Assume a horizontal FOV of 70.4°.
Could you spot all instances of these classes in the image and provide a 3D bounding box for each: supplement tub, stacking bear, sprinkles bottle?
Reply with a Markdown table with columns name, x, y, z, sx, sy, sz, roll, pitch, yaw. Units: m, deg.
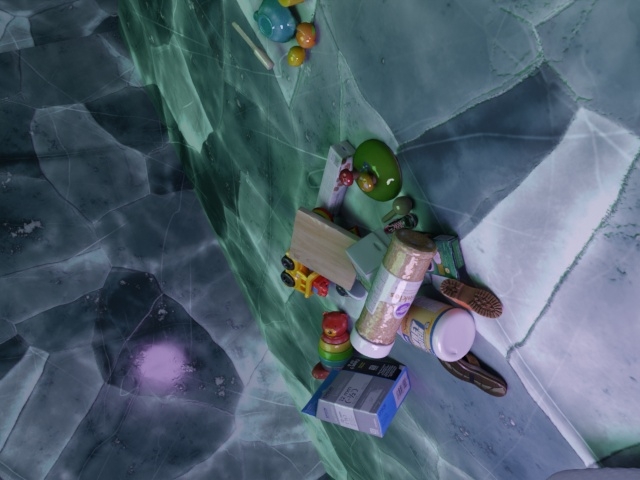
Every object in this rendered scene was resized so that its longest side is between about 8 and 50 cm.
| name | x | y | z | sx | sy | sz | roll | pitch | yaw |
| --- | --- | --- | --- | --- | --- | --- | --- | --- | --- |
| supplement tub | 0.308 | 0.236 | 1.262 | 0.200 | 0.145 | 0.144 | 15 | 127 | 58 |
| stacking bear | 0.062 | 0.434 | 1.918 | 0.176 | 0.164 | 0.288 | 8 | 114 | 24 |
| sprinkles bottle | 0.187 | 0.146 | 1.206 | 0.121 | 0.121 | 0.355 | 42 | 126 | 39 |

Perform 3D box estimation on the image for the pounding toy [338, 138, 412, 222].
| name | x | y | z | sx | sy | sz | roll | pitch | yaw |
| --- | --- | --- | --- | --- | --- | --- | --- | --- | --- |
| pounding toy | 0.136 | -0.155 | 1.267 | 0.236 | 0.110 | 0.183 | 64 | 155 | 1 |

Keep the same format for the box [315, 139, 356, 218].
| name | x | y | z | sx | sy | sz | roll | pitch | yaw |
| --- | --- | --- | --- | --- | --- | --- | --- | --- | --- |
| box | 0.045 | -0.183 | 1.470 | 0.067 | 0.063 | 0.323 | 53 | 153 | 24 |

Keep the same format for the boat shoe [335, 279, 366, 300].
| name | x | y | z | sx | sy | sz | roll | pitch | yaw |
| --- | --- | --- | --- | --- | --- | --- | --- | --- | --- |
| boat shoe | 0.113 | 0.186 | 1.696 | 0.183 | 0.065 | 0.083 | 44 | 150 | 49 |

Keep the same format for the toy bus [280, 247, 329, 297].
| name | x | y | z | sx | sy | sz | roll | pitch | yaw |
| --- | --- | --- | --- | --- | --- | --- | --- | --- | --- |
| toy bus | -0.044 | 0.130 | 1.864 | 0.212 | 0.150 | 0.220 | 34 | 141 | 26 |

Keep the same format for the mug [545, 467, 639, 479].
| name | x | y | z | sx | sy | sz | roll | pitch | yaw |
| --- | --- | --- | --- | --- | --- | --- | --- | --- | --- |
| mug | 0.577 | 0.582 | 0.808 | 0.276 | 0.375 | 0.328 | 62 | 149 | 16 |

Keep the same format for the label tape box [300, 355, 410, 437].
| name | x | y | z | sx | sy | sz | roll | pitch | yaw |
| --- | --- | --- | --- | --- | --- | --- | --- | --- | --- |
| label tape box | 0.118 | 0.549 | 1.666 | 0.348 | 0.249 | 0.115 | 3 | 118 | 35 |

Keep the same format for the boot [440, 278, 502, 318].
| name | x | y | z | sx | sy | sz | roll | pitch | yaw |
| --- | --- | --- | --- | --- | --- | --- | --- | --- | --- |
| boot | 0.385 | 0.149 | 1.150 | 0.158 | 0.059 | 0.085 | 29 | 175 | 28 |

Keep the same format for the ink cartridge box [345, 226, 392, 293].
| name | x | y | z | sx | sy | sz | roll | pitch | yaw |
| --- | --- | --- | --- | --- | --- | --- | --- | --- | --- |
| ink cartridge box | 0.174 | 0.080 | 1.323 | 0.128 | 0.128 | 0.176 | 52 | 172 | 46 |

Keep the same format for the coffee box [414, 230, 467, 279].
| name | x | y | z | sx | sy | sz | roll | pitch | yaw |
| --- | --- | --- | --- | --- | --- | --- | --- | --- | --- |
| coffee box | 0.299 | 0.035 | 1.213 | 0.184 | 0.041 | 0.113 | 10 | 122 | 60 |

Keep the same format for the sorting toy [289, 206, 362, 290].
| name | x | y | z | sx | sy | sz | roll | pitch | yaw |
| --- | --- | --- | --- | --- | --- | --- | --- | --- | --- |
| sorting toy | 0.035 | 0.013 | 1.555 | 0.257 | 0.089 | 0.255 | 29 | 141 | 13 |

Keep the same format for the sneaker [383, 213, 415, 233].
| name | x | y | z | sx | sy | sz | roll | pitch | yaw |
| --- | --- | --- | --- | --- | --- | --- | --- | --- | --- |
| sneaker | 0.219 | -0.041 | 1.277 | 0.047 | 0.057 | 0.119 | 66 | 155 | 2 |

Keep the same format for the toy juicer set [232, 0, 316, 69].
| name | x | y | z | sx | sy | sz | roll | pitch | yaw |
| --- | --- | --- | --- | --- | --- | --- | --- | --- | --- |
| toy juicer set | -0.117 | -0.621 | 1.358 | 0.329 | 0.089 | 0.209 | 2 | 128 | 53 |

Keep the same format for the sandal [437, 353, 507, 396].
| name | x | y | z | sx | sy | sz | roll | pitch | yaw |
| --- | --- | --- | --- | --- | --- | --- | --- | --- | --- |
| sandal | 0.421 | 0.353 | 1.270 | 0.220 | 0.060 | 0.089 | 23 | 141 | 35 |
